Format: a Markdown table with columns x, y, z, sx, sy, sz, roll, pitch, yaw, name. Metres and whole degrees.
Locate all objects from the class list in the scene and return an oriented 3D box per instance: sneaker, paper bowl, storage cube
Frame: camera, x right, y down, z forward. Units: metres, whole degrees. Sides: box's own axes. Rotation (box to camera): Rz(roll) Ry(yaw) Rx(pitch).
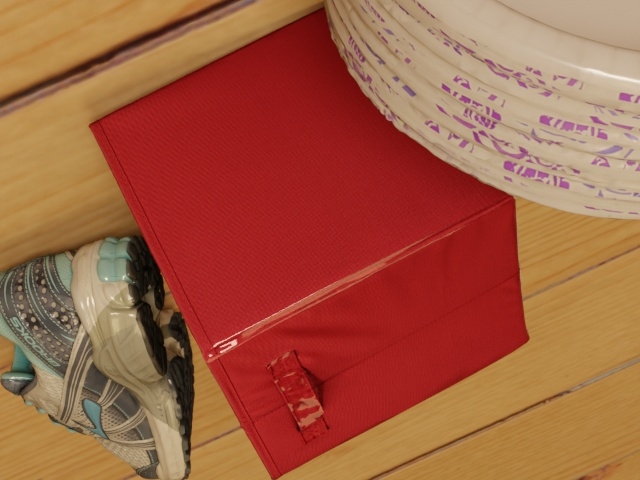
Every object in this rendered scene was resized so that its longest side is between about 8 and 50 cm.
| x | y | z | sx | sy | sz | roll | pitch | yaw | name |
| --- | --- | --- | --- | --- | --- | --- | --- | --- | --- |
| -0.162 | 0.090 | 0.996 | 0.122 | 0.110 | 0.283 | -5 | 144 | 3 | sneaker |
| 0.140 | -0.129 | 0.684 | 0.284 | 0.284 | 0.148 | -13 | 146 | -17 | paper bowl |
| 0.000 | 0.000 | 0.851 | 0.193 | 0.215 | 0.184 | -28 | 147 | -6 | storage cube |
